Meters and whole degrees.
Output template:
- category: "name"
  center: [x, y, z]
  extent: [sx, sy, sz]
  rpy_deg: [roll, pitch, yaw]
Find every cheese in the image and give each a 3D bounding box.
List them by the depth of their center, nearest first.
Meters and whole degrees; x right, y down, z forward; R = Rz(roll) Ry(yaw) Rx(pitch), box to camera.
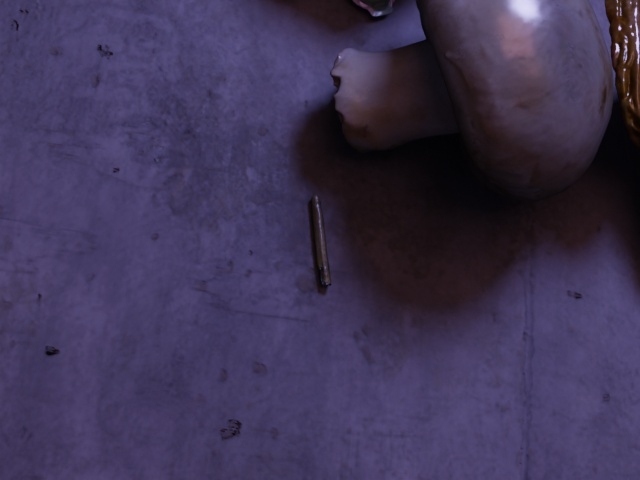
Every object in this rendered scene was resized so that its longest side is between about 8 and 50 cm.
- category: "cheese"
  center: [0.054, -0.324, 1.333]
  extent: [0.067, 0.026, 0.121]
  rpy_deg: [-17, 78, -19]

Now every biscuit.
- category: "biscuit"
  center: [0.394, -0.133, 1.252]
  extent: [0.277, 0.052, 0.262]
  rpy_deg: [37, 48, -48]

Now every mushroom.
- category: "mushroom"
  center: [0.161, -0.166, 1.195]
  extent: [0.290, 0.297, 0.297]
  rpy_deg: [-19, 77, 9]

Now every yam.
- category: "yam"
  center: [0.000, 0.000, 1.225]
  extent: [0.014, 0.014, 0.107]
  rpy_deg: [-3, 74, -15]
